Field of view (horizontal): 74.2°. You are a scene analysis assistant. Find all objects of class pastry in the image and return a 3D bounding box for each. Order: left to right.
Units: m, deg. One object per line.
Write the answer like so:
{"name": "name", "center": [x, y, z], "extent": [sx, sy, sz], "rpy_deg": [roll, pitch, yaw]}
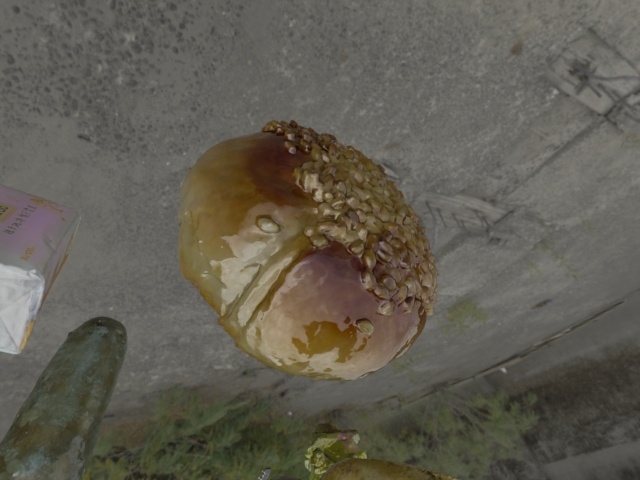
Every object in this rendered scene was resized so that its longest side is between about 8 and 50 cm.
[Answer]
{"name": "pastry", "center": [0.000, 0.000, 0.624], "extent": [0.410, 0.409, 0.245], "rpy_deg": [13, 134, -44]}

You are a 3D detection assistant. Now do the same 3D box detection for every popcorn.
{"name": "popcorn", "center": [0.030, 0.443, 0.858], "extent": [0.126, 0.126, 0.145], "rpy_deg": [-6, -179, -6]}

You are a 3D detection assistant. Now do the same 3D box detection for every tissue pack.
{"name": "tissue pack", "center": [-0.431, 0.014, 0.534], "extent": [0.185, 0.225, 0.124], "rpy_deg": [19, 106, -25]}

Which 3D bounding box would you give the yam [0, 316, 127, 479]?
{"name": "yam", "center": [-0.411, 0.270, 0.690], "extent": [0.133, 0.330, 0.133], "rpy_deg": [2, 134, 2]}

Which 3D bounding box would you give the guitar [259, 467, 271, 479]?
{"name": "guitar", "center": [-0.181, 0.616, 0.969], "extent": [0.088, 0.025, 0.233], "rpy_deg": [31, 92, -41]}

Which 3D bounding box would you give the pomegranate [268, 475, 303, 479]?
{"name": "pomegranate", "center": [-0.066, 0.410, 0.552], "extent": [0.205, 0.159, 0.159], "rpy_deg": [-26, 158, -30]}

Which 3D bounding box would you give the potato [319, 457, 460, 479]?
{"name": "potato", "center": [0.074, 0.270, 0.428], "extent": [0.171, 0.080, 0.107], "rpy_deg": [-5, 130, 28]}
